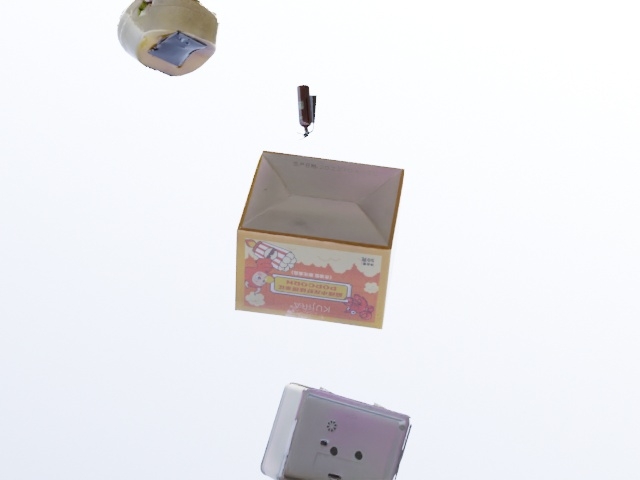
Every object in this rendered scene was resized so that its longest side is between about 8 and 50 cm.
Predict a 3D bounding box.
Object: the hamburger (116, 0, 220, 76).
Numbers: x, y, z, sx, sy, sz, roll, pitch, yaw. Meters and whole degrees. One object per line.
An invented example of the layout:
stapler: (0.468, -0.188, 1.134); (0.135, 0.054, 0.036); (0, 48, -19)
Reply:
hamburger: (-0.292, -0.408, 2.331); (0.210, 0.173, 0.116); (11, -133, -53)

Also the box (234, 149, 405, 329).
box: (0.000, 0.000, 2.235); (0.283, 0.214, 0.259); (7, -140, 5)

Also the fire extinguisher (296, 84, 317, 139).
fire extinguisher: (-0.020, -0.229, 2.132); (0.032, 0.046, 0.100); (6, -102, -60)

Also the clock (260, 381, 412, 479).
clock: (0.025, 0.296, 1.737); (0.192, 0.147, 0.071); (19, 174, -29)
